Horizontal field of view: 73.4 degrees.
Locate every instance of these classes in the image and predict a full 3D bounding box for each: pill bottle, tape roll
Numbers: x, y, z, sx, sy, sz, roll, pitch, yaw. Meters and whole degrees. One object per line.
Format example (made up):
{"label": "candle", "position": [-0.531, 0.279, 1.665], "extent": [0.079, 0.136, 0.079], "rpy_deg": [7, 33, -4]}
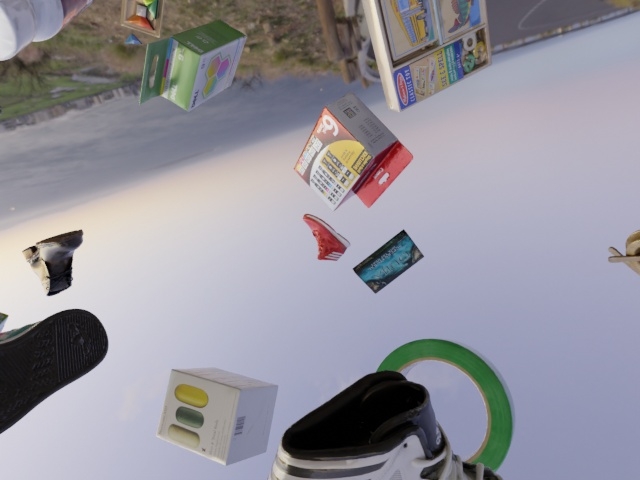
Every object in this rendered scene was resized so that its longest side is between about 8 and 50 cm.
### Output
{"label": "pill bottle", "position": [-0.591, -0.557, 0.874], "extent": [0.224, 0.224, 0.392], "rpy_deg": [-10, -133, 32]}
{"label": "tape roll", "position": [0.272, 0.389, 0.990], "extent": [0.321, 0.321, 0.077], "rpy_deg": [-11, 164, 28]}

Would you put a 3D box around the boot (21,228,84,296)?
{"label": "boot", "position": [-0.493, 0.045, 0.824], "extent": [0.219, 0.106, 0.082], "rpy_deg": [-13, -171, 42]}

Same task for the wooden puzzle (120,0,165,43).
{"label": "wooden puzzle", "position": [-0.298, -0.385, 0.716], "extent": [0.078, 0.116, 0.014], "rpy_deg": [12, -153, 0]}

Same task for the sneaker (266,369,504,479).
{"label": "sneaker", "position": [0.155, 0.303, 0.501], "extent": [0.447, 0.257, 0.169], "rpy_deg": [7, -156, -5]}

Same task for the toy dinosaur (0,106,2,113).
{"label": "toy dinosaur", "position": [-0.466, -0.067, 0.526], "extent": [0.118, 0.268, 0.064], "rpy_deg": [16, -167, 1]}

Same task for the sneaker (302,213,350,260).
{"label": "sneaker", "position": [0.000, 0.000, 1.681], "extent": [0.128, 0.221, 0.087], "rpy_deg": [-55, -176, -10]}

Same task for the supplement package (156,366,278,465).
{"label": "supplement package", "position": [-0.300, 0.504, 1.271], "extent": [0.262, 0.199, 0.198], "rpy_deg": [5, 169, 28]}

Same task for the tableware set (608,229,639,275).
{"label": "tableware set", "position": [0.518, 0.060, 0.602], "extent": [0.039, 0.194, 0.128], "rpy_deg": [-45, 170, -23]}

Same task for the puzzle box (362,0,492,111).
{"label": "puzzle box", "position": [0.216, -0.514, 0.891], "extent": [0.272, 0.409, 0.052], "rpy_deg": [-29, -147, -10]}

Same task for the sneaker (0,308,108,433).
{"label": "sneaker", "position": [-0.398, 0.166, 0.460], "extent": [0.178, 0.124, 0.295], "rpy_deg": [-27, 177, 12]}

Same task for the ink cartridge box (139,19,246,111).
{"label": "ink cartridge box", "position": [-0.216, -0.299, 0.744], "extent": [0.109, 0.062, 0.209], "rpy_deg": [-57, -179, 41]}

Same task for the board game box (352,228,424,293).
{"label": "board game box", "position": [0.200, 0.065, 1.253], "extent": [0.186, 0.126, 0.026], "rpy_deg": [-39, -141, 8]}

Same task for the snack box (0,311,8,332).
{"label": "snack box", "position": [-0.602, 0.129, 0.617], "extent": [0.070, 0.207, 0.174], "rpy_deg": [-62, -159, 1]}

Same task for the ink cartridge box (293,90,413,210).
{"label": "ink cartridge box", "position": [0.090, -0.240, 1.325], "extent": [0.130, 0.272, 0.309], "rpy_deg": [-39, 173, -32]}
